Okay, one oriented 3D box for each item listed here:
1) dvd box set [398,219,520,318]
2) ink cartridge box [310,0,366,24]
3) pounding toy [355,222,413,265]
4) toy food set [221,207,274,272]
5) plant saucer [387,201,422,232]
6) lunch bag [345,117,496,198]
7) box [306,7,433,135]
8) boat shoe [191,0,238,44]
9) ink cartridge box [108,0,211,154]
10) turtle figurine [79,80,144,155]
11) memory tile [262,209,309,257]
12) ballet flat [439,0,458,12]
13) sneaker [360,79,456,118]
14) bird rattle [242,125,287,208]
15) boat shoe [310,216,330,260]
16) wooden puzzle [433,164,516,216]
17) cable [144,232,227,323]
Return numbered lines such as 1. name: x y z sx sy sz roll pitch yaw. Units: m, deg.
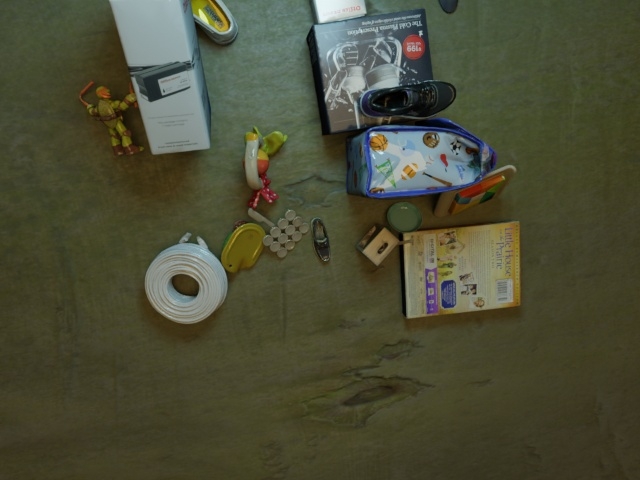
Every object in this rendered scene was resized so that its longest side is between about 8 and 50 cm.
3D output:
1. dvd box set: 0.487 0.098 1.747 0.419 0.062 0.308 -6 100 -7
2. ink cartridge box: 0.041 -0.769 1.524 0.154 0.093 0.213 -14 100 -5
3. pounding toy: 0.209 0.011 1.658 0.100 0.130 0.141 42 92 -12
4. toy food set: -0.250 -0.003 1.629 0.128 0.071 0.218 26 100 -39
5. plant saucer: 0.282 -0.074 1.686 0.119 0.021 0.120 1 64 -2
6. lunch bag: 0.290 -0.248 1.529 0.384 0.328 0.239 -2 99 -6
7. box: 0.155 -0.507 1.540 0.342 0.179 0.313 -12 102 -6
8. boat shoe: -0.389 -0.725 1.438 0.136 0.156 0.367 -43 103 0
9. ink cartridge box: -0.407 -0.475 1.339 0.166 0.286 0.395 -8 127 -6
10. turtle figurine: -0.595 -0.358 1.460 0.269 0.087 0.218 -1 119 28
11. memory tile: -0.113 -0.021 1.646 0.148 0.012 0.113 -48 127 0
12. ballet flat: 0.402 -0.830 1.576 0.074 0.074 0.203 -11 101 -6
13. sneaker: 0.262 -0.394 1.420 0.282 0.124 0.107 -10 103 -7
14. bird rattle: -0.199 -0.226 1.535 0.142 0.207 0.254 11 88 9
15. boat shoe: 0.000 0.000 1.667 0.056 0.049 0.152 -18 102 -5
16. wooden puzzle: 0.500 -0.149 1.634 0.238 0.221 0.044 -18 71 -3
17. cable: -0.424 0.139 1.593 0.257 0.089 0.257 -37 103 11
